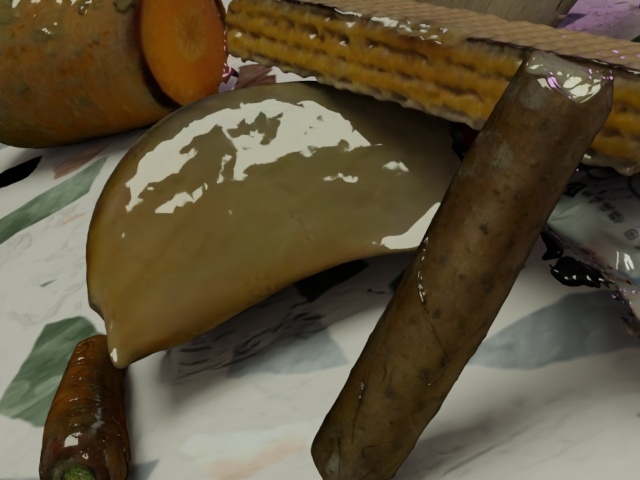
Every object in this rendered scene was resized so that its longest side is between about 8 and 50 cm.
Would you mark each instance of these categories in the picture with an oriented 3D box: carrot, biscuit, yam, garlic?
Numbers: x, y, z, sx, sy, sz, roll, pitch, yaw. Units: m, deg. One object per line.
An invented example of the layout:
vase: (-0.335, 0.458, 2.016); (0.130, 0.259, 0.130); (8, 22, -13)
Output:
carrot: (-0.302, -0.229, 1.125); (0.340, 0.224, 0.224); (0, 35, 27)
biscuit: (0.078, -0.114, 0.568); (0.094, 0.054, 0.378); (-16, 29, -38)
yam: (0.064, 0.019, 0.439); (0.241, 0.056, 0.057); (-61, 25, 14)
garlic: (0.009, -0.013, 0.631); (0.338, 0.151, 0.196); (-12, 50, 1)
carrot: (-0.150, 0.110, 0.589); (0.055, 0.055, 0.161); (-24, 26, 0)

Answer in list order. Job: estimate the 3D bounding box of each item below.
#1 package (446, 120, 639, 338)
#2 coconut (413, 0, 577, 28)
package: (0.181, -0.026, 0.523); (0.194, 0.071, 0.269); (9, 26, -14)
coconut: (0.112, -0.328, 0.799); (0.360, 0.346, 0.346); (-55, 16, 25)
